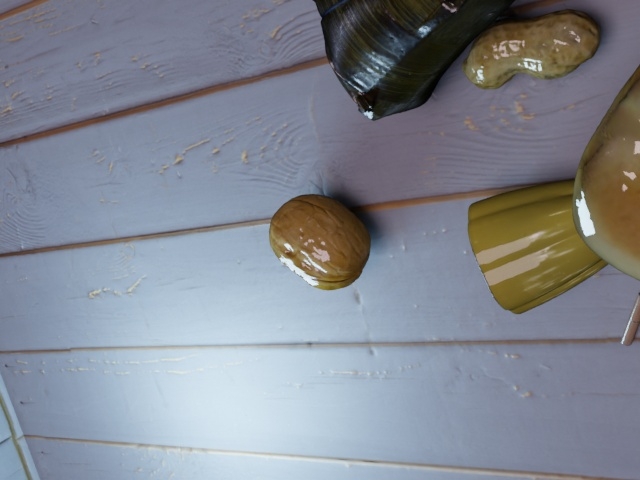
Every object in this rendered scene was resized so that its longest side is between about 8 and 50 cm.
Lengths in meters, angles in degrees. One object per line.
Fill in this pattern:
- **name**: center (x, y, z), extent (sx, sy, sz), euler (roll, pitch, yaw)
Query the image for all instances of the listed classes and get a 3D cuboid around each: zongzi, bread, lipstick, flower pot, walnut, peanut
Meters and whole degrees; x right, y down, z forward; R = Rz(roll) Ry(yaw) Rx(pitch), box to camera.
- **zongzi**: center (0.105, -0.454, 1.374), extent (0.403, 0.208, 0.432), euler (-42, 68, 57)
- **bread**: center (0.550, -0.066, 1.198), extent (0.376, 0.253, 0.348), euler (31, 128, 23)
- **lipstick**: center (0.505, 0.127, 1.467), extent (0.019, 0.019, 0.094), euler (25, 123, 25)
- **flower pot**: center (0.350, -0.001, 1.427), extent (0.179, 0.195, 0.195), euler (-24, 95, 29)
- **walnut**: center (0.000, 0.000, 1.693), extent (0.197, 0.165, 0.165), euler (39, 128, 27)
- **peanut**: center (0.311, -0.287, 1.380), extent (0.229, 0.098, 0.103), euler (-2, 106, 39)
